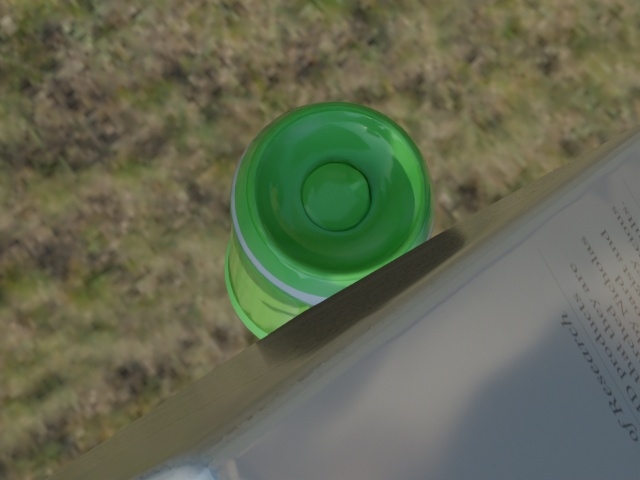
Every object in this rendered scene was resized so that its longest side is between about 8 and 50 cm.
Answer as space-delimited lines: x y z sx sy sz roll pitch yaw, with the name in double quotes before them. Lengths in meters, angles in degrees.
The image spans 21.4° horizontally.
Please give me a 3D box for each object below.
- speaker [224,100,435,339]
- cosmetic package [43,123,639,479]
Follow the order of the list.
"speaker" 0.000 0.000 1.116 0.131 0.131 0.296 -33 173 -10
"cosmetic package" 0.020 0.110 0.658 0.230 0.161 0.453 -30 179 30
